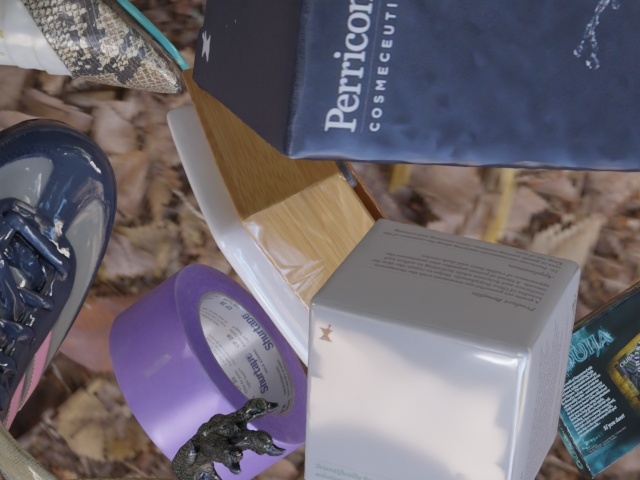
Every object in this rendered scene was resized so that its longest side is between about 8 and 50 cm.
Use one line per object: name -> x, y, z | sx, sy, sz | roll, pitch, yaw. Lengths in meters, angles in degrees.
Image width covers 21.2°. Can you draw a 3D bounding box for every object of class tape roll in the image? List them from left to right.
tape roll -> -0.094, 0.119, 1.507 | 0.080, 0.189, 0.189 | -35, 110, 19

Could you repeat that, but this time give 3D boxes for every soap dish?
soap dish -> 0.000, 0.000, 1.434 | 0.118, 0.229, 0.291 | -32, 128, 5

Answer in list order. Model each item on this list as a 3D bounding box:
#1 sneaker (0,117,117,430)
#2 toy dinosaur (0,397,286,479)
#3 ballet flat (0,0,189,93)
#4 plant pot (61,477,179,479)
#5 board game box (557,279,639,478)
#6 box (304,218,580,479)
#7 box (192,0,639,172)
sneaker -> -0.185, 0.072, 0.881 | 0.112, 0.131, 0.319 | 39, 70, -27
toy dinosaur -> -0.037, 0.132, 0.641 | 0.268, 0.118, 0.064 | 47, 38, 9
ballet flat -> -0.345, -0.301, 1.776 | 0.182, 0.164, 0.482 | -38, 85, -6
plant pot -> -0.087, 0.248, 0.827 | 0.254, 0.254, 0.239 | 9, 68, -21
board game box -> 0.285, 0.114, 1.556 | 0.186, 0.026, 0.126 | -31, 98, -18
box -> 0.054, 0.060, 0.774 | 0.101, 0.087, 0.102 | 13, 120, 18
box -> 0.059, -0.103, 0.454 | 0.158, 0.093, 0.156 | 1, 108, -19
